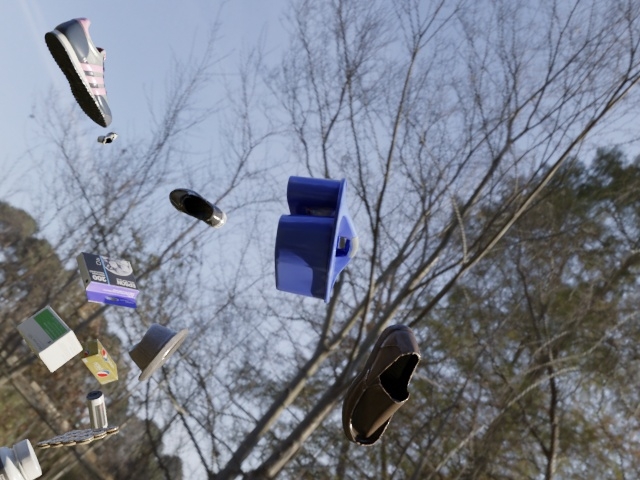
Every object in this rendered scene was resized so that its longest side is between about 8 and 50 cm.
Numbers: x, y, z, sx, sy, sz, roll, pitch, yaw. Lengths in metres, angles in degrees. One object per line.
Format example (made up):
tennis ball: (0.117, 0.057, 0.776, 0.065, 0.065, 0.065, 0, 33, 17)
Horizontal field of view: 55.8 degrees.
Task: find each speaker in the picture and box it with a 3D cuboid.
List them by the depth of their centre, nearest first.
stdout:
speaker: (-0.767, 0.583, 2.070, 0.055, 0.055, 0.136, 20, -62, 38)

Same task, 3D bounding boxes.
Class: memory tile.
memory tile: (-0.526, 0.429, 1.314, 0.148, 0.113, 0.012, -13, -95, 22)

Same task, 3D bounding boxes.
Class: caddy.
caddy: (0.000, 0.000, 1.412, 0.179, 0.241, 0.341, 8, -32, 2)

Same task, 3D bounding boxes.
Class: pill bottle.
pill bottle: (-0.535, 0.386, 0.982, 0.078, 0.137, 0.078, 43, -35, 39)

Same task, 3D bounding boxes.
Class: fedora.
fedora: (-0.611, 0.390, 2.223, 0.124, 0.243, 0.275, 40, 9, -1)

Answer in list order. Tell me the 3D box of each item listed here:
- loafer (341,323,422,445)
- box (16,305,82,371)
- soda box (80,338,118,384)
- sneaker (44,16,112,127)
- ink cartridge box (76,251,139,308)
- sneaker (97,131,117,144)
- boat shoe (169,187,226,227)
loafer: (0.161, 0.405, 1.615, 0.130, 0.134, 0.365, -125, -129, -67)
box: (-0.633, 0.230, 1.413, 0.101, 0.087, 0.102, 38, -30, 22)
soda box: (-0.725, 0.399, 1.981, 0.181, 0.058, 0.061, 83, -13, -50)
sneaker: (-0.630, -0.461, 1.674, 0.112, 0.131, 0.319, 24, -32, 22)
ink cartridge box: (-0.768, 0.145, 2.200, 0.045, 0.206, 0.208, -44, -125, 21)
sneaker: (-0.697, -0.334, 1.997, 0.037, 0.083, 0.032, 24, -56, 16)
boat shoe: (-0.379, -0.106, 1.792, 0.228, 0.080, 0.076, 32, -5, 30)
